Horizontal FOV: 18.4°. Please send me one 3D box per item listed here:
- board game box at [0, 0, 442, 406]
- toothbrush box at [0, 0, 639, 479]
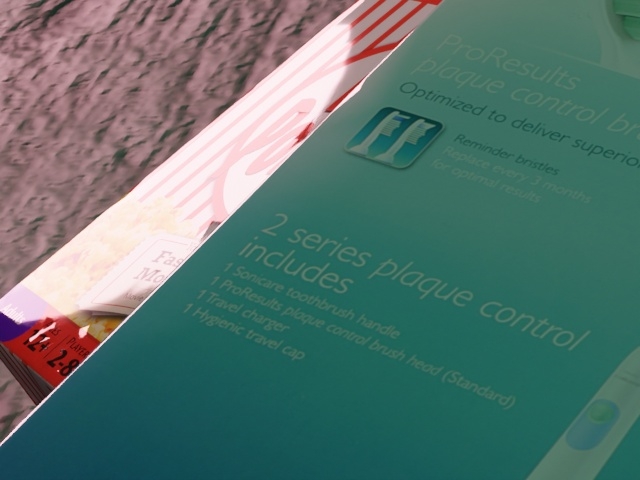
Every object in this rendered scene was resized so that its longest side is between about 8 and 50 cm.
[{"bbox_3d":[0.000,0.000,0.630,0.193,0.045,0.147,-41,32,-15],"label":"board game box"},{"bbox_3d":[0.069,0.060,0.470,0.126,0.216,0.295,22,53,31],"label":"toothbrush box"}]
